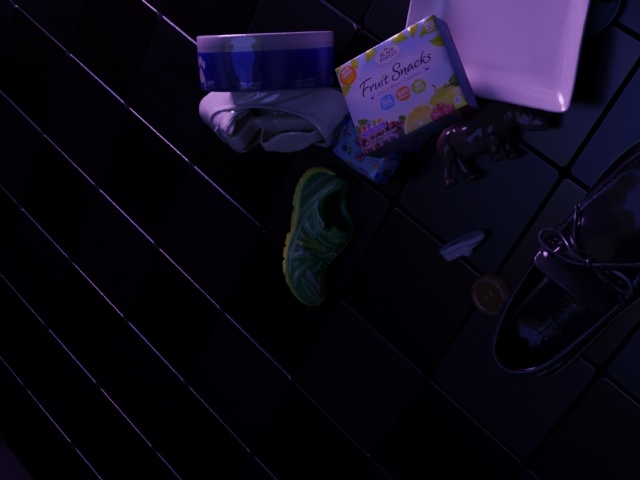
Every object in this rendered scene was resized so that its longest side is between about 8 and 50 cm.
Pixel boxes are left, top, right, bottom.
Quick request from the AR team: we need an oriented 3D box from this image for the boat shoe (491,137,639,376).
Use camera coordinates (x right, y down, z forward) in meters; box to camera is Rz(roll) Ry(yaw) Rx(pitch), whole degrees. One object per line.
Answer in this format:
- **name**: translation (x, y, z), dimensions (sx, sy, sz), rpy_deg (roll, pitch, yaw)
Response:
- **boat shoe**: translation (0.444, 0.044, 1.404), dimensions (0.187, 0.156, 0.500), rpy_deg (45, 121, 23)

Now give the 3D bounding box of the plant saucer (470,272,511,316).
- **plant saucer**: translation (0.315, 0.103, 1.599), dimensions (0.083, 0.015, 0.083), rpy_deg (8, 104, 36)

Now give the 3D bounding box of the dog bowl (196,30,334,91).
- **dog bowl**: translation (-0.104, -0.348, 1.661), dimensions (0.265, 0.265, 0.104), rpy_deg (8, 107, 35)

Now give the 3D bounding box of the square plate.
- **square plate**: translation (0.306, -0.411, 1.449), dimensions (0.344, 0.049, 0.347), rpy_deg (19, 105, 37)

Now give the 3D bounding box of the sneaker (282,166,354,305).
- **sneaker**: translation (0.000, 0.000, 1.754), dimensions (0.123, 0.109, 0.295), rpy_deg (16, 109, 38)

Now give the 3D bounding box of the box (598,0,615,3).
- **box**: translation (0.490, -0.547, 1.127), dimensions (0.318, 0.097, 0.395), rpy_deg (-3, 87, 50)

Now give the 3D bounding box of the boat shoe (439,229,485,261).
- **boat shoe**: translation (0.271, 0.012, 1.605), dimensions (0.100, 0.035, 0.035), rpy_deg (-29, 109, 33)

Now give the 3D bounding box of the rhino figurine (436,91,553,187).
- **rhino figurine**: translation (0.306, -0.189, 1.508), dimensions (0.243, 0.073, 0.106), rpy_deg (-28, 75, 34)

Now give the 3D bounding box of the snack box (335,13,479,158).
- **snack box**: translation (0.148, -0.264, 1.495), dimensions (0.207, 0.070, 0.174), rpy_deg (-23, 77, 27)

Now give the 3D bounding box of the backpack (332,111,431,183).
- **backpack**: translation (0.125, -0.211, 1.613), dimensions (0.158, 0.117, 0.173), rpy_deg (42, 118, 22)

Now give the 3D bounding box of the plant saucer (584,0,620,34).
- **plant saucer**: translation (0.434, -0.396, 1.399), dimensions (0.119, 0.021, 0.119), rpy_deg (9, 105, 35)

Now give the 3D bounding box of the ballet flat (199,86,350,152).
- **ballet flat**: translation (-0.118, -0.241, 1.759), dimensions (0.400, 0.139, 0.139), rpy_deg (3, 101, 34)
